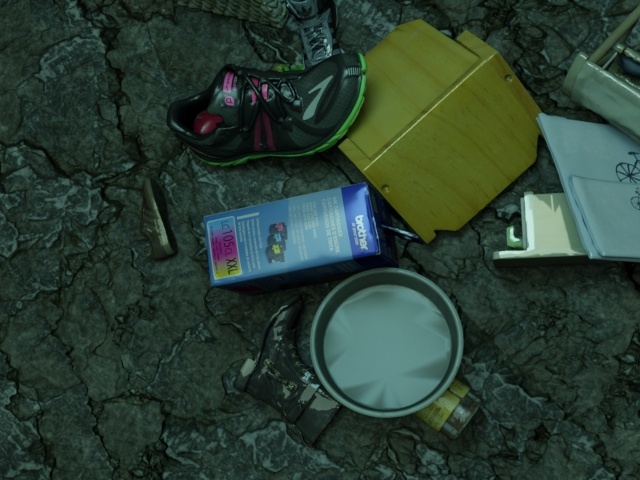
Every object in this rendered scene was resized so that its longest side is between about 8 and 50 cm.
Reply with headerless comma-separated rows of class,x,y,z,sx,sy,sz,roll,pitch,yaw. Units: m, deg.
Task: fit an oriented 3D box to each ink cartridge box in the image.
ink cartridge box,0.000,0.000,1.657,0.395,0.270,0.151,-13,80,12

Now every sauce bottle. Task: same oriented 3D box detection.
sauce bottle,0.158,0.256,1.661,0.344,0.111,0.111,37,91,18

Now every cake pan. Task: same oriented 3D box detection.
cake pan,0.127,0.198,1.598,0.293,0.054,0.293,-3,69,8

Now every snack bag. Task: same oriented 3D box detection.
snack bag,0.584,-0.099,1.518,0.323,0.037,0.342,3,53,-17

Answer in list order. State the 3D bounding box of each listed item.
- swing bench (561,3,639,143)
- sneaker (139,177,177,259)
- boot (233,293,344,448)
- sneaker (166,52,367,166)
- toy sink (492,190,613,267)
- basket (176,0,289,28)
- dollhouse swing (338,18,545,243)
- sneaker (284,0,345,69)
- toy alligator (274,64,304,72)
swing bench,0.619,-0.279,1.553,0.253,0.165,0.255,41,62,17
sneaker,-0.383,-0.048,1.867,0.071,0.066,0.188,-20,76,11
boot,-0.033,0.270,1.728,0.229,0.091,0.263,30,93,11
sneaker,-0.119,-0.270,1.703,0.483,0.202,0.185,-15,66,31
toy sink,0.452,-0.023,1.611,0.234,0.153,0.131,-3,80,14
basket,-0.214,-0.663,1.791,0.328,0.331,0.266,17,87,16
dollhouse swing,0.224,-0.245,1.752,0.347,0.305,0.315,-43,115,4
sneaker,-0.014,-0.445,1.777,0.101,0.153,0.268,-13,67,17
toy alligator,-0.121,-0.345,1.857,0.190,0.051,0.056,-29,75,8
